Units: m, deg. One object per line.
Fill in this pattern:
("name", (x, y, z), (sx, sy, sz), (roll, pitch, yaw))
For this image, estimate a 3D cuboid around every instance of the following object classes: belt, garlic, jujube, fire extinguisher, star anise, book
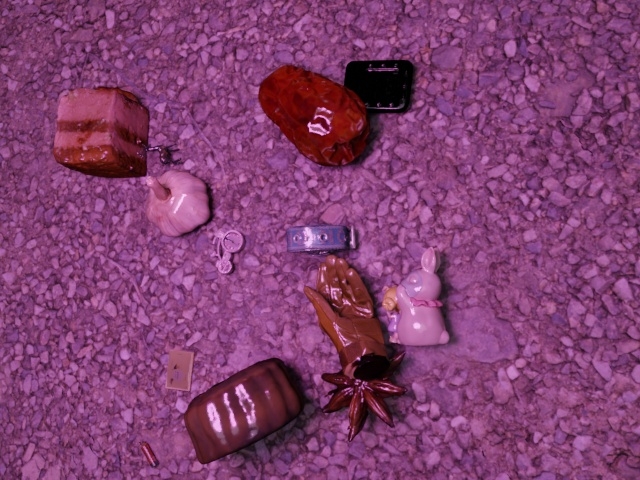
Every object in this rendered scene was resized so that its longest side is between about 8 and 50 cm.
("belt", (-0.009, 0.001, 1.168), (0.163, 0.147, 0.082), (-6, 86, 33))
("garlic", (-0.422, -0.116, 1.229), (0.199, 0.226, 0.199), (-2, 79, 9))
("jujube", (-0.026, -0.347, 1.185), (0.342, 0.216, 0.216), (43, 94, 27))
("fire extinguisher", (-0.497, 0.612, 1.265), (0.083, 0.028, 0.022), (53, 129, 12))
("star anise", (0.118, 0.370, 1.115), (0.272, 0.102, 0.272), (-18, 53, 26))
("book", (-0.408, 0.376, 1.278), (0.077, 0.014, 0.111), (3, 84, 13))

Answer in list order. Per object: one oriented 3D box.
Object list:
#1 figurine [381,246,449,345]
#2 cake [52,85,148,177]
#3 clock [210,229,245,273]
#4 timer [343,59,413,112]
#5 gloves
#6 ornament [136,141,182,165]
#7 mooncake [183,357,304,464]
("figurine", (0.239, 0.138, 1.106), (0.155, 0.127, 0.236), (-7, 82, 44))
("cake", (-0.642, -0.342, 1.320), (0.196, 0.198, 0.293), (1, 83, 15))
("clock", (-0.271, 0.031, 1.272), (0.087, 0.041, 0.129), (15, 82, 10))
("timer", (0.157, -0.424, 1.223), (0.187, 0.055, 0.144), (6, 83, 17))
("gloves", (0.065, 0.189, 1.122), (0.154, 0.141, 0.331), (-28, 53, 7))
("ornament", (-0.487, -0.259, 1.329), (0.125, 0.028, 0.073), (-7, 81, -23))
("mooncake", (-0.190, 0.412, 1.087), (0.290, 0.290, 0.161), (-30, 76, 8))
